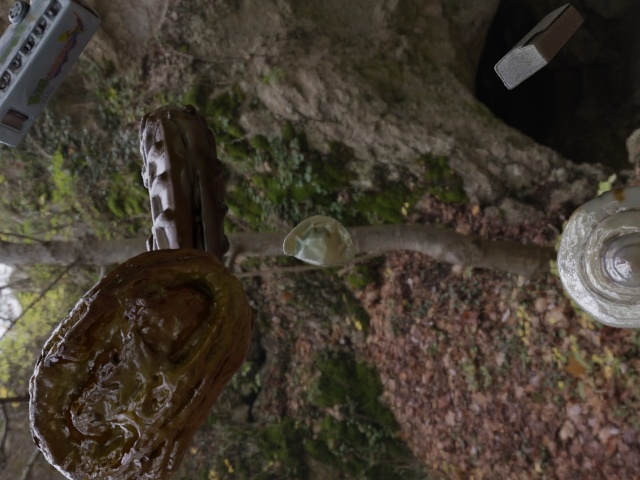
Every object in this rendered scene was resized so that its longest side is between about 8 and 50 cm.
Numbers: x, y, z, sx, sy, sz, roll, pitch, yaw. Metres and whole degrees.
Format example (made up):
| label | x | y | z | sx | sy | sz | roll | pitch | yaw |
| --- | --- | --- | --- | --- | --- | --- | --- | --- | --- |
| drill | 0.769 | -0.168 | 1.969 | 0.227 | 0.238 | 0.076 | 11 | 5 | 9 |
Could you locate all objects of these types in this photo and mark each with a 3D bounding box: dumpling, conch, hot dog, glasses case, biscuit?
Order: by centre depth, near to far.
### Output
| label | x | y | z | sx | sy | sz | roll | pitch | yaw |
| --- | --- | --- | --- | --- | --- | --- | --- | --- | --- |
| hot dog | -0.178 | 0.128 | 0.590 | 0.259 | 0.175 | 0.114 | -58 | -13 | 1 |
| conch | 0.326 | -0.001 | 0.611 | 0.127 | 0.158 | 0.255 | 63 | -155 | 0 |
| dumpling | 0.001 | 0.000 | 0.676 | 0.043 | 0.077 | 0.060 | -35 | -47 | -58 |
| glasses case | 0.335 | -0.301 | 0.905 | 0.047 | 0.070 | 0.205 | 51 | -131 | -5 |
| biscuit | -0.224 | -0.032 | 0.964 | 0.268 | 0.115 | 0.367 | -143 | 51 | -61 |

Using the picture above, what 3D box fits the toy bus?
| label | x | y | z | sx | sy | sz | roll | pitch | yaw |
| --- | --- | --- | --- | --- | --- | --- | --- | --- | --- |
| toy bus | -0.555 | -0.331 | 1.129 | 0.136 | 0.330 | 0.109 | 42 | -171 | 29 |
